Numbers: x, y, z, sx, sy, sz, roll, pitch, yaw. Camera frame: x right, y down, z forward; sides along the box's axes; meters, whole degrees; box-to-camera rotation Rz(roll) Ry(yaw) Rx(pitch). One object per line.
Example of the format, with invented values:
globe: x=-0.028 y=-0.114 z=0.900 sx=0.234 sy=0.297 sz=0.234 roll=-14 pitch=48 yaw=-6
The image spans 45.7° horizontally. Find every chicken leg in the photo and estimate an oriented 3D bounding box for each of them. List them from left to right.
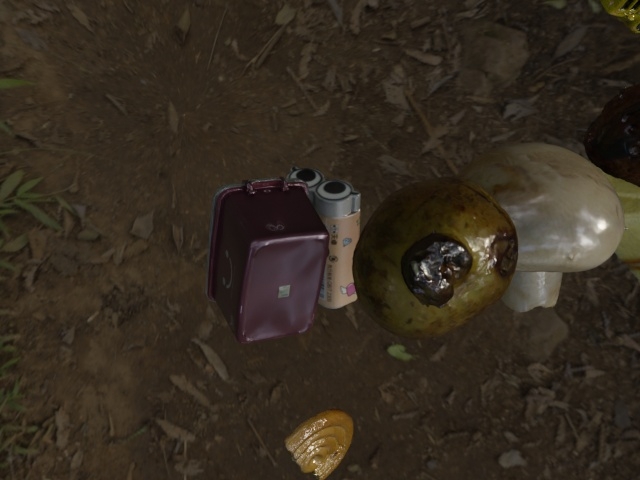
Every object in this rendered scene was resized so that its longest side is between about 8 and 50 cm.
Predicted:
chicken leg: x=0.429 y=-0.105 z=0.852 sx=0.083 sy=0.322 sz=0.177 roll=-44 pitch=104 yaw=-20

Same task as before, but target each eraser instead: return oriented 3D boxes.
eraser: x=0.000 y=0.000 z=1.594 sx=0.087 sy=0.171 sz=0.290 roll=-44 pitch=146 yaw=-39

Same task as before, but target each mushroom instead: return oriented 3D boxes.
mushroom: x=0.342 y=-0.007 z=1.271 sx=0.293 sy=0.292 sz=0.290 roll=-5 pitch=123 yaw=-9

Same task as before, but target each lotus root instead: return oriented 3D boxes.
lotus root: x=0.094 y=0.015 z=0.652 sx=0.145 sy=0.260 sz=0.128 roll=-45 pitch=85 yaw=6

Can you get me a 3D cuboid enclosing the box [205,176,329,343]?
box: x=-0.096 y=0.044 z=1.415 sx=0.193 sy=0.167 sz=0.294 roll=-9 pitch=130 yaw=-25

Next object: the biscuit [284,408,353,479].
biscuit: x=0.011 y=0.402 z=1.508 sx=0.144 sy=0.033 sz=0.224 roll=-42 pitch=144 yaw=-13

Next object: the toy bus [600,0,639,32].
toy bus: x=0.643 y=-0.538 z=1.469 sx=0.151 sy=0.331 sz=0.145 roll=-7 pitch=75 yaw=-10

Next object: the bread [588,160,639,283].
bread: x=0.822 y=-0.038 z=1.695 sx=0.405 sy=0.242 sz=0.345 roll=-12 pitch=137 yaw=29
